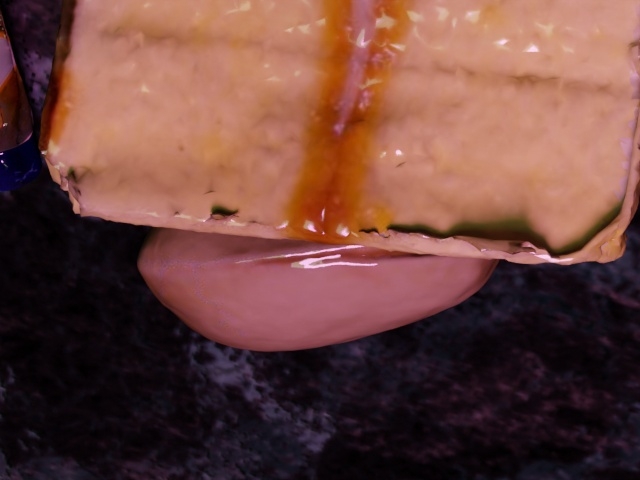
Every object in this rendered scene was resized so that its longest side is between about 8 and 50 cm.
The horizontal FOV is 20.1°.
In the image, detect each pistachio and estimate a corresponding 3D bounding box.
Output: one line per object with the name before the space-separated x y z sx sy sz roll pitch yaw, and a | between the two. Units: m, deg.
pistachio | 0.000 0.000 0.901 0.186 0.126 0.108 -5 91 13

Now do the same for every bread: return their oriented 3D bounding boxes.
bread | 0.022 -0.123 0.775 0.264 0.198 0.236 7 117 9

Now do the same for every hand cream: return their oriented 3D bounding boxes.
hand cream | -0.178 -0.103 0.929 0.062 0.039 0.163 8 124 30
